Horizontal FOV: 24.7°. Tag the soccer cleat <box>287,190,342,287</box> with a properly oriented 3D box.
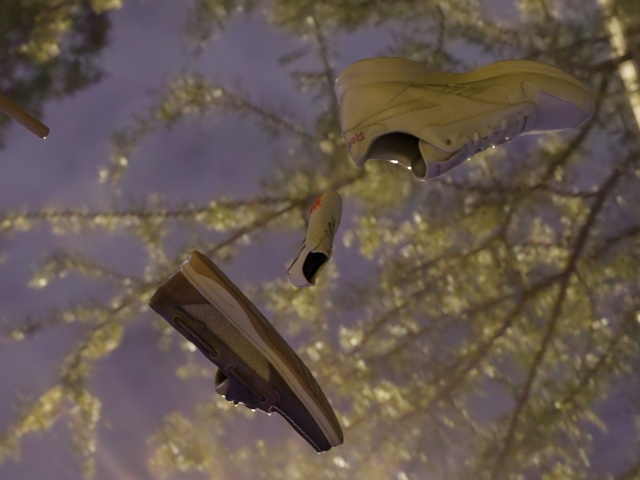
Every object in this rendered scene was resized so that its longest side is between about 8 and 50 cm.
[{"bbox_3d":[0.000,0.000,1.168,0.035,0.029,0.083,12,-104,64],"label":"soccer cleat"}]

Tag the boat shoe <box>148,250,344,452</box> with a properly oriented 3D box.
[{"bbox_3d":[-0.081,0.138,1.630,0.092,0.285,0.103,-37,-157,3],"label":"boat shoe"}]

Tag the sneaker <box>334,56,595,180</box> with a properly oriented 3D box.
[{"bbox_3d":[0.170,-0.131,1.702,0.305,0.114,0.152,0,-118,-4],"label":"sneaker"}]

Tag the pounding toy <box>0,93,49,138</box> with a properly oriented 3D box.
[{"bbox_3d":[-0.295,-0.135,1.101,0.100,0.141,0.130,-20,169,23],"label":"pounding toy"}]
